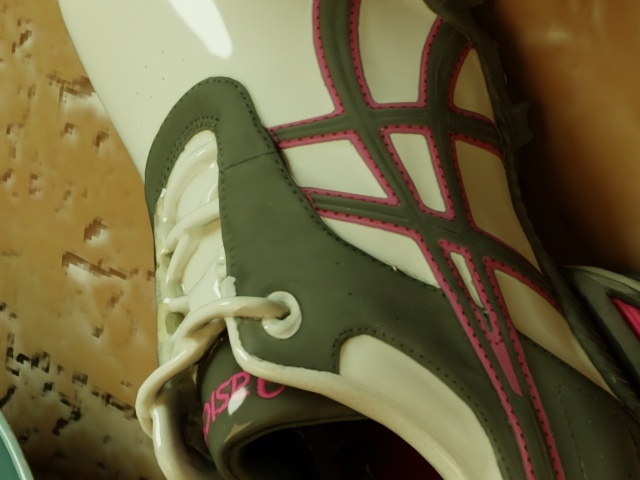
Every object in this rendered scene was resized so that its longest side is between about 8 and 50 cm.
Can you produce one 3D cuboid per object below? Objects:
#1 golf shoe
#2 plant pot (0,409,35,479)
[{"bbox_3d":[0.000,0.000,0.438,0.273,0.120,0.105,51,131,21],"label":"golf shoe"},{"bbox_3d":[-0.214,0.171,0.604,0.290,0.290,0.195,45,164,24],"label":"plant pot"}]
